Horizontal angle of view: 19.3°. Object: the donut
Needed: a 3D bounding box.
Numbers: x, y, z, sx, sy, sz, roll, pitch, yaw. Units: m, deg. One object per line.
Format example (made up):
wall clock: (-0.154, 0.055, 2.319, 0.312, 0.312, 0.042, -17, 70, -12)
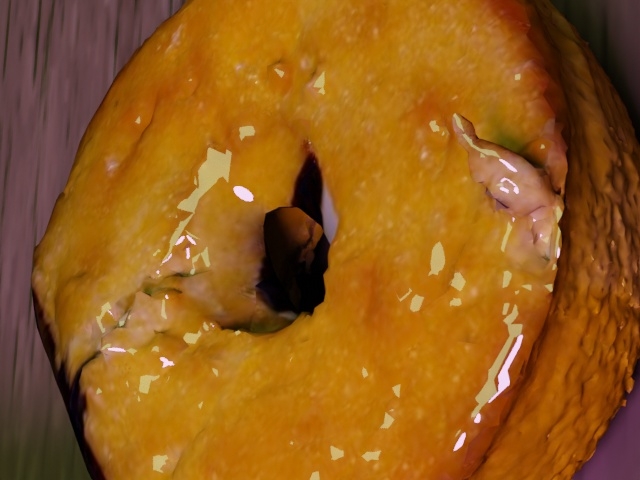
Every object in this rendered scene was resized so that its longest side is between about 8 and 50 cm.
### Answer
donut: (0.002, 0.001, 0.646, 0.253, 0.118, 0.253, -14, 69, 39)
